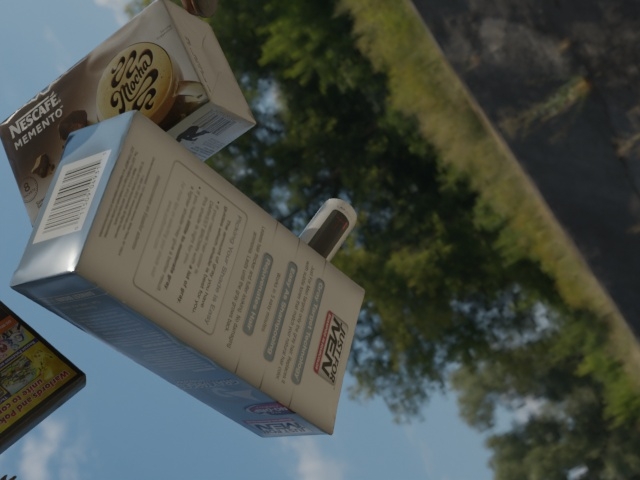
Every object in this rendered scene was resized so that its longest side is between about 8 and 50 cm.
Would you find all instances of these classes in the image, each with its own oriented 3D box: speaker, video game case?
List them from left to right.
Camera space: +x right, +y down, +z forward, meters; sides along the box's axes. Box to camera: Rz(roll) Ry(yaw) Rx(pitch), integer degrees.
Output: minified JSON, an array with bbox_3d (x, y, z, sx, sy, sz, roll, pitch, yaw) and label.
[{"bbox_3d":[-0.493,0.190,1.432,0.248,0.275,0.035,36,142,19],"label":"video game case"},{"bbox_3d":[0.000,0.000,1.475,0.055,0.055,0.136,55,-140,-16],"label":"speaker"}]

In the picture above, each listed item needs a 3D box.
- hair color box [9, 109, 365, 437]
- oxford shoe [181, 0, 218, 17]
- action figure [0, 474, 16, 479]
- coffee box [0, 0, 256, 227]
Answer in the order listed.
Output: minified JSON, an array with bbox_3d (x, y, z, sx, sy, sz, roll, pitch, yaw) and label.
[{"bbox_3d":[-0.121,0.051,1.150,0.374,0.113,0.185,39,-126,-37],"label":"hair color box"},{"bbox_3d":[-0.163,-0.337,1.182,0.076,0.076,0.212,-13,-94,-69],"label":"oxford shoe"},{"bbox_3d":[-0.396,0.394,1.310,0.099,0.185,0.285,33,180,-29],"label":"action figure"},{"bbox_3d":[-0.254,-0.148,1.411,0.119,0.297,0.168,20,-138,-61],"label":"coffee box"}]
